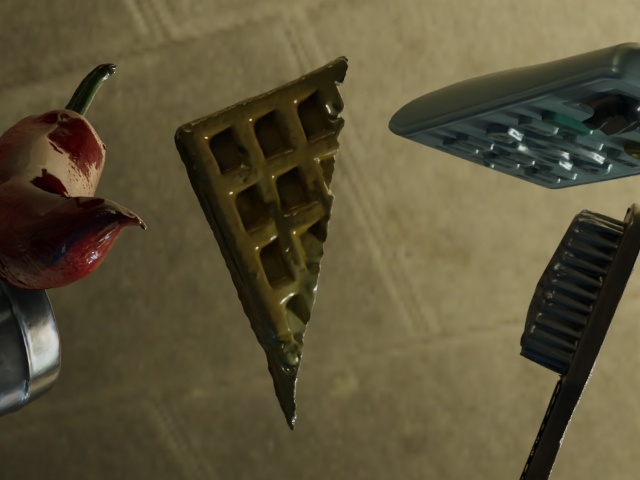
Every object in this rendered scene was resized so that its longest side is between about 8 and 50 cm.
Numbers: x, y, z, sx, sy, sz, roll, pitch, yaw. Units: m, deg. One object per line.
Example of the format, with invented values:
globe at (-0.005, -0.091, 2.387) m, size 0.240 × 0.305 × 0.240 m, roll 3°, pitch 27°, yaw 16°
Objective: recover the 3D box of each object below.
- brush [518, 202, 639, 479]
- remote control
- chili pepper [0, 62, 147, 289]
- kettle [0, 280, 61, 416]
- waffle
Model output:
brush at (0.164, 0.120, 1.489) m, size 0.065 × 0.070 × 0.327 m, roll 20°, pitch 90°, yaw 5°
remote control at (0.131, -0.067, 1.046) m, size 0.103 × 0.051 × 0.293 m, roll 18°, pitch 174°, yaw -18°
chili pepper at (-0.183, -0.028, 1.402) m, size 0.137 × 0.368 × 0.092 m, roll -35°, pitch 113°, yaw 5°
kettle at (-0.407, 0.087, 1.758) m, size 0.251 × 0.271 × 0.207 m, roll 48°, pitch 145°, yaw 20°
waffle at (0.000, 0.000, 1.176) m, size 0.125 × 0.032 × 0.191 m, roll -25°, pitch 92°, yaw -16°
